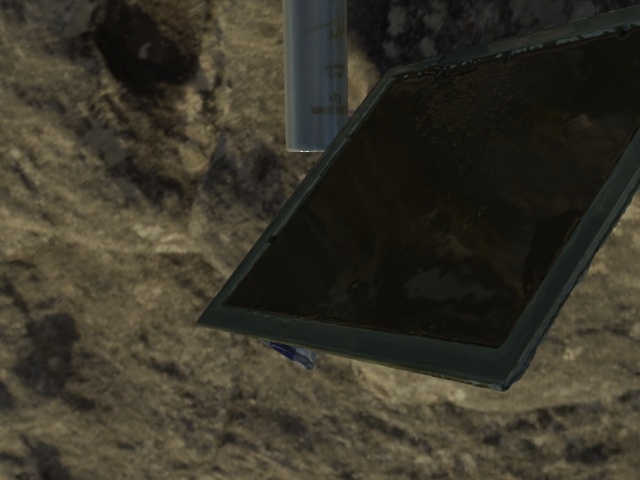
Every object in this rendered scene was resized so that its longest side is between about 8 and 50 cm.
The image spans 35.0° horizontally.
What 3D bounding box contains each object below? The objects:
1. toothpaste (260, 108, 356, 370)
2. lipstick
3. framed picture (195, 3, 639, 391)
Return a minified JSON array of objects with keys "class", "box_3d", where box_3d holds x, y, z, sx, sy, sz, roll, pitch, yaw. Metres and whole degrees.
[{"class":"toothpaste","box_3d":[0.000,0.000,1.245,0.100,0.066,0.323,29,110,27]},{"class":"lipstick","box_3d":[-0.005,-0.208,0.886,0.059,0.059,0.264,1,99,16]},{"class":"framed picture","box_3d":[0.064,-0.028,0.544,0.019,0.232,0.296,45,160,-23]}]
